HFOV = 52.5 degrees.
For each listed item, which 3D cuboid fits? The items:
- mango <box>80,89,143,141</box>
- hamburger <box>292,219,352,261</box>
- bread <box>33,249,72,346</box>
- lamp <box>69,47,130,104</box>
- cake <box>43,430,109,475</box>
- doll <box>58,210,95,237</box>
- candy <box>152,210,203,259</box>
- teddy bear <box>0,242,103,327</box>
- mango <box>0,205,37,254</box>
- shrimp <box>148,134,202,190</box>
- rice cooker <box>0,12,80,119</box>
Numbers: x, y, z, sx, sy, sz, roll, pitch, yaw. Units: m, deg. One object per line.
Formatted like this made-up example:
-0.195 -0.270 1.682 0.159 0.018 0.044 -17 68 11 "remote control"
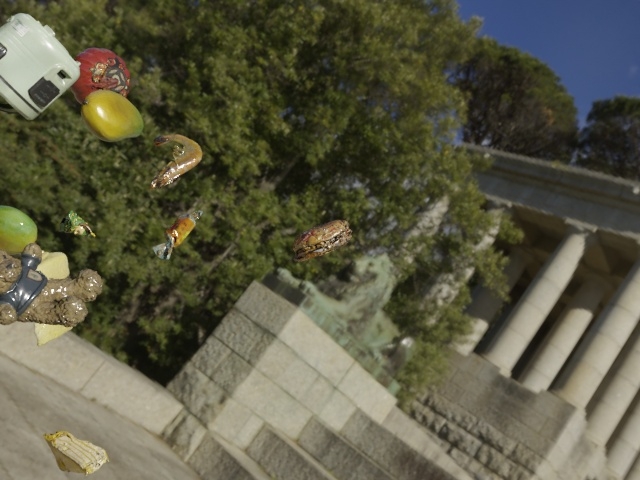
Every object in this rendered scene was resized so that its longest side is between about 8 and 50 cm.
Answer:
-0.550 -0.332 1.724 0.237 0.091 0.137 -61 132 -74 "mango"
0.000 0.000 2.230 0.231 0.231 0.107 165 -93 -74 "hamburger"
-0.808 0.163 1.836 0.135 0.240 0.178 1 13 15 "bread"
-0.783 -0.573 2.320 0.227 0.227 0.227 36 -13 9 "lamp"
-0.573 0.484 1.521 0.185 0.079 0.116 -23 -85 51 "cake"
-0.789 -0.054 2.121 0.113 0.077 0.078 13 -21 -28 "doll"
-0.336 -0.022 1.527 0.053 0.182 0.046 -15 -59 32 "candy"
-0.579 0.104 1.289 0.251 0.129 0.182 27 32 -20 "teddy bear"
-0.771 -0.028 1.550 0.191 0.085 0.122 9 -52 5 "mango"
-0.381 -0.203 1.604 0.124 0.178 0.034 43 -25 10 "shrimp"
-0.758 -0.435 1.655 0.226 0.244 0.226 47 -8 8 "rice cooker"
